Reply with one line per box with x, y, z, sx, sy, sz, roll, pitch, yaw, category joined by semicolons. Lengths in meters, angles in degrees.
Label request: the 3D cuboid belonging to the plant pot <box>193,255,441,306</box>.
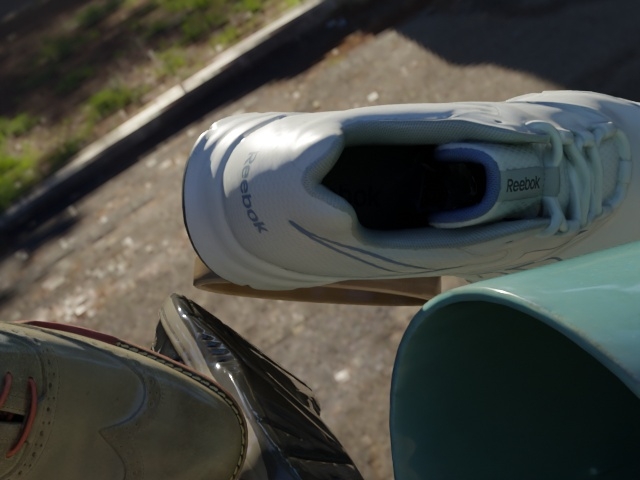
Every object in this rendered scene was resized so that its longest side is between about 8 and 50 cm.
0.000;0.000;1.355;0.237;0.109;0.237;4;-5;0;plant pot

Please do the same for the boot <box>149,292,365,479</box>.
-0.116;0.207;1.001;0.284;0.138;0.377;-53;24;3;boot

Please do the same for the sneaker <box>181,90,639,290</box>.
0.088;-0.021;0.696;0.297;0.111;0.129;-8;2;-26;sneaker

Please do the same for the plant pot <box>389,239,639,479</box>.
0.198;0.116;0.531;0.235;0.293;0.293;-20;17;-20;plant pot

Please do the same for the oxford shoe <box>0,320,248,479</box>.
-0.197;0.098;0.752;0.348;0.123;0.130;9;-5;-18;oxford shoe
